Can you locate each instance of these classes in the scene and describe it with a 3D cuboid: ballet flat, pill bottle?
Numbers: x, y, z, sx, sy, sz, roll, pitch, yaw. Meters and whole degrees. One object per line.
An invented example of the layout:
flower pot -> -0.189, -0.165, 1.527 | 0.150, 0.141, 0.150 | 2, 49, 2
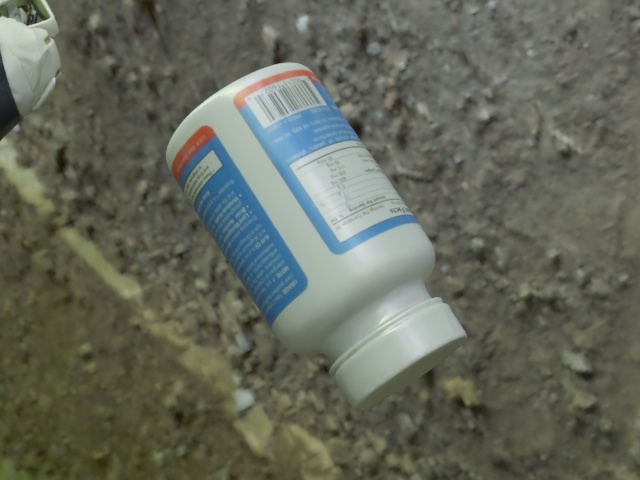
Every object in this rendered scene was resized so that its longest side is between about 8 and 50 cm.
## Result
ballet flat -> -0.194, -0.118, 0.790 | 0.203, 0.074, 0.074 | -110, 9, -56
pill bottle -> 0.000, 0.000, 0.883 | 0.221, 0.124, 0.124 | 57, 156, 13
